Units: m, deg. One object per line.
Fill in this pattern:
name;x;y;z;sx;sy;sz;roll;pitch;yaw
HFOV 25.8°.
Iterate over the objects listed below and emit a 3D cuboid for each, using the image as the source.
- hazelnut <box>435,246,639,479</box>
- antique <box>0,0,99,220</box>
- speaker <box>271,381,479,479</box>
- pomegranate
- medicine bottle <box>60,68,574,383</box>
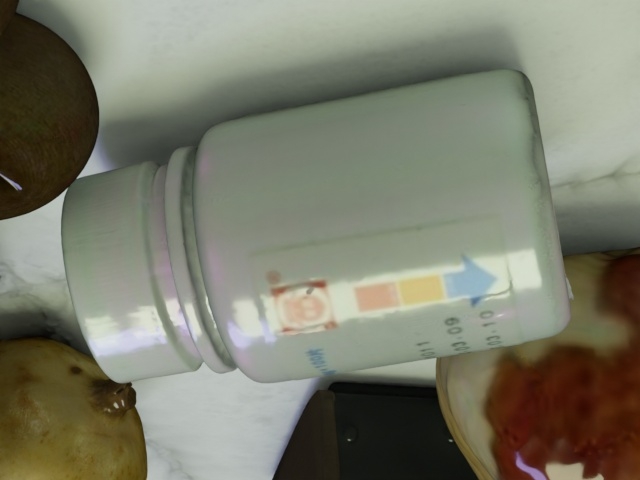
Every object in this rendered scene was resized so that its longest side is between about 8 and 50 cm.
hazelnut;0.196;0.127;1.019;0.261;0.241;0.261;-3;173;0
antique;-0.204;-0.096;0.748;0.143;0.121;0.257;-11;147;-1
speaker;0.048;0.255;1.236;0.153;0.192;0.231;4;147;-14
pomegranate;-0.217;0.157;1.089;0.196;0.196;0.196;-3;147;-2
medicine bottle;0.000;0.000;0.864;0.293;0.170;0.170;-11;146;8
